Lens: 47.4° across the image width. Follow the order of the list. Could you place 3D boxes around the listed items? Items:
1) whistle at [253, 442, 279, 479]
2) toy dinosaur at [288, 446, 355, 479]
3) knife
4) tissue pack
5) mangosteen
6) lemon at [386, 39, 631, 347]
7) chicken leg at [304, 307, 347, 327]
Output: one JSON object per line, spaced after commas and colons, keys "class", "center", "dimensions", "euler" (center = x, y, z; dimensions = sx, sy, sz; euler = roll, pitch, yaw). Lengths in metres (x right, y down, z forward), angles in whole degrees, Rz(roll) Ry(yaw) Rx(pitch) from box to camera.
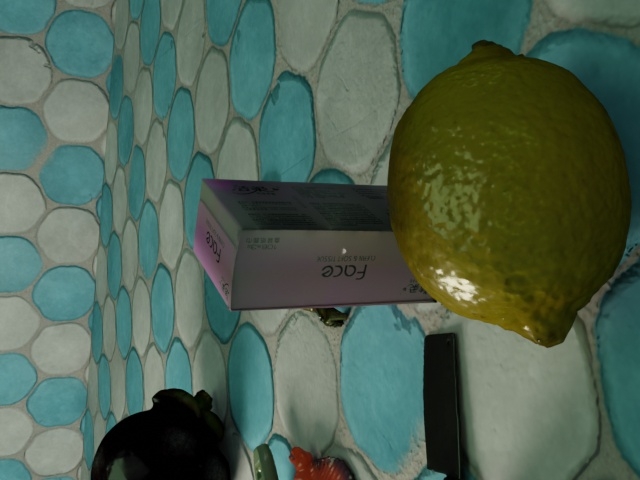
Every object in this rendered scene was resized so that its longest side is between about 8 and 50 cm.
{"class": "whistle", "center": [-0.068, 0.425, 1.085], "dimensions": [0.110, 0.092, 0.245], "euler": [120, 140, -51]}
{"class": "toy dinosaur", "center": [0.021, 0.389, 0.972], "dimensions": [0.139, 0.070, 0.286], "euler": [-47, 46, 23]}
{"class": "knife", "center": [0.133, 0.224, 0.786], "dimensions": [0.072, 0.019, 0.246], "euler": [156, 115, -65]}
{"class": "tissue pack", "center": [0.000, 0.000, 0.797], "dimensions": [0.148, 0.246, 0.093], "euler": [-133, 48, -55]}
{"class": "mangosteen", "center": [-0.283, 0.415, 1.381], "dimensions": [0.275, 0.275, 0.302], "euler": [-54, 8, 49]}
{"class": "lemon", "center": [0.146, -0.041, 0.582], "dimensions": [0.188, 0.188, 0.257], "euler": [-36, 60, 57]}
{"class": "chicken leg", "center": [-0.027, 0.072, 1.040], "dimensions": [0.178, 0.070, 0.093], "euler": [38, 167, 46]}
